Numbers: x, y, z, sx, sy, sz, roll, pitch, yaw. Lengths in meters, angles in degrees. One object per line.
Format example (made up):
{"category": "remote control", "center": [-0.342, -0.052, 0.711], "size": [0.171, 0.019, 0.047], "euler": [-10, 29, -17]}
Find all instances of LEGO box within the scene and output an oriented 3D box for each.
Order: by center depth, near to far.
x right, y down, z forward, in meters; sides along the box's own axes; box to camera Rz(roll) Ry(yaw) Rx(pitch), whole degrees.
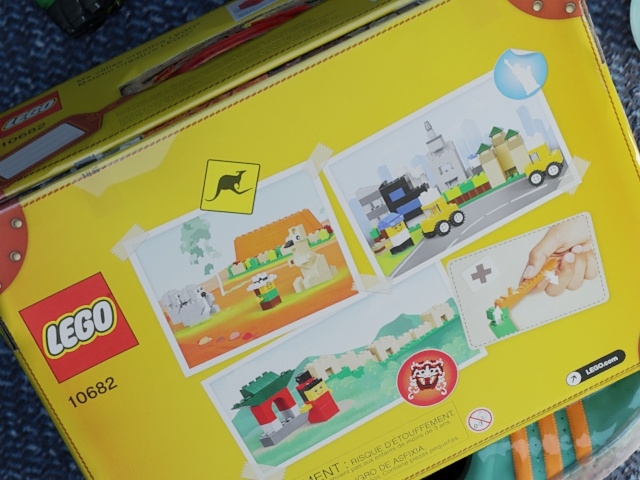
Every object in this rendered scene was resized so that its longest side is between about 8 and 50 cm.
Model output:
{"category": "LEGO box", "center": [0.000, 0.000, 1.351], "size": [0.500, 0.193, 0.373], "euler": [-26, 115, -2]}

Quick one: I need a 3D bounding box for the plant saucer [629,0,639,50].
{"category": "plant saucer", "center": [0.327, -0.198, 1.492], "size": [0.119, 0.021, 0.119], "euler": [0, 95, -4]}

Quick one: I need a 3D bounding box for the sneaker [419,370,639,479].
{"category": "sneaker", "center": [0.183, 0.161, 1.476], "size": [0.302, 0.108, 0.121], "euler": [-42, 100, 3]}

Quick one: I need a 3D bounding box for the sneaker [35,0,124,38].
{"category": "sneaker", "center": [-0.132, -0.334, 1.399], "size": [0.146, 0.134, 0.343], "euler": [45, 91, -3]}
